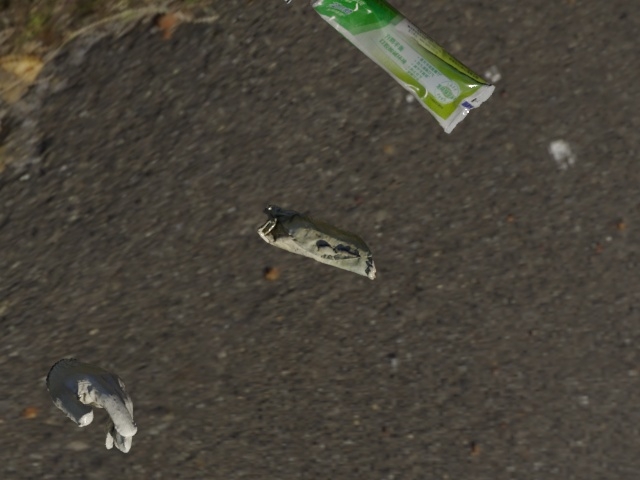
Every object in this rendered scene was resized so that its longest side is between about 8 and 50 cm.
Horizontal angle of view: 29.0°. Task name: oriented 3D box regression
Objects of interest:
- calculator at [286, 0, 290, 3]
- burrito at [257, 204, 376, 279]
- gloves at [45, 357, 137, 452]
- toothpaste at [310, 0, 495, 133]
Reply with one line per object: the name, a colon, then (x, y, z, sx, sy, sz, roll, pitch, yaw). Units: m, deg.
calculator: (0.003, -0.303, 1.175, 0.021, 0.261, 0.161, 36, 102, -13)
burrito: (0.000, 0.000, 1.371, 0.149, 0.041, 0.055, 18, 50, 14)
gloves: (-0.124, 0.083, 0.655, 0.044, 0.081, 0.037, -5, 127, -51)
toothpaste: (0.073, -0.213, 1.317, 0.248, 0.078, 0.047, 37, 27, -17)
